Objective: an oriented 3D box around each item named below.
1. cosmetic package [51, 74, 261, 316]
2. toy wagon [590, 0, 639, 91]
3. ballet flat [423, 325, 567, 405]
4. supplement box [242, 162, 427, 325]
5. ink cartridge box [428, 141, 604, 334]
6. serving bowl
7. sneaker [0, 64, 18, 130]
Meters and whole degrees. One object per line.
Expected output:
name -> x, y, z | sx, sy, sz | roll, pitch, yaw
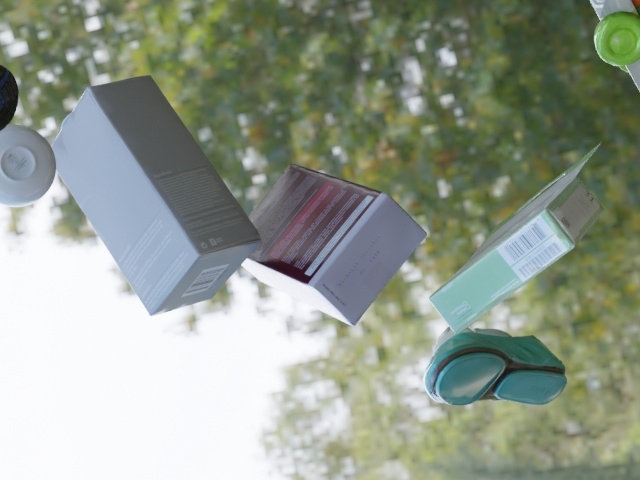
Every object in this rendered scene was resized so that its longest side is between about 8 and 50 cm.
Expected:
cosmetic package -> -0.187, -0.051, 1.889 | 0.107, 0.127, 0.238 | -14, -114, -43
toy wagon -> 0.371, -0.191, 1.933 | 0.344, 0.068, 0.267 | 55, -165, -22
ballet flat -> 0.172, 0.132, 1.859 | 0.247, 0.083, 0.087 | 11, -149, -50
supplement box -> 0.000, 0.000, 1.872 | 0.073, 0.239, 0.130 | 44, -100, -27
ink cartridge box -> 0.224, -0.005, 1.818 | 0.056, 0.171, 0.235 | 50, -149, 2
serving bowl -> -0.304, -0.076, 1.720 | 0.027, 0.083, 0.083 | 168, 91, -73
sneaker -> -0.355, -0.121, 1.467 | 0.211, 0.081, 0.080 | -10, -69, -41
